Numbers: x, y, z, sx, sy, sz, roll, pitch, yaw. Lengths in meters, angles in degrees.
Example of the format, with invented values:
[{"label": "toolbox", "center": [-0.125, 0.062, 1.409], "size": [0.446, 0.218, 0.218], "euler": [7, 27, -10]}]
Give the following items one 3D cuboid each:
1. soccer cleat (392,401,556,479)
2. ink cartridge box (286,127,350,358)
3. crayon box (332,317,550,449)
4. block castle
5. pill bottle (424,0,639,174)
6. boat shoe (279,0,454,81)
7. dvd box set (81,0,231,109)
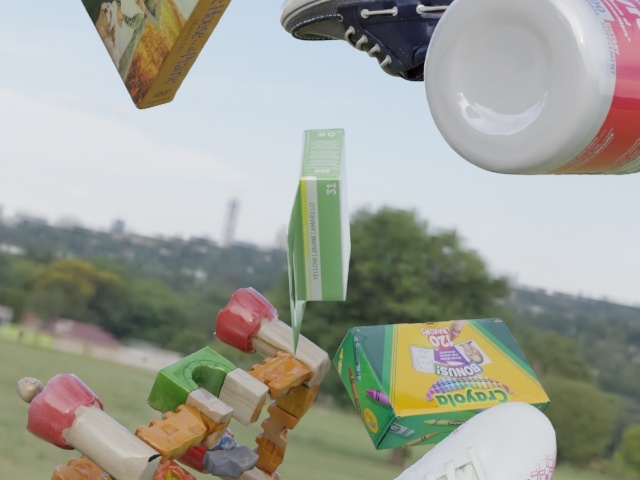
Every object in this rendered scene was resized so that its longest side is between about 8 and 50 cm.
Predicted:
[{"label": "soccer cleat", "center": [0.089, 0.263, 1.444], "size": [0.116, 0.331, 0.143], "euler": [35, -15, 34]}, {"label": "ink cartridge box", "center": [0.000, 0.000, 1.834], "size": [0.056, 0.171, 0.235], "euler": [-1, 32, 4]}, {"label": "crayon box", "center": [0.176, 0.206, 2.347], "size": [0.278, 0.081, 0.165], "euler": [-2, 48, -32]}, {"label": "block castle", "center": [-0.213, 0.258, 2.066], "size": [0.212, 0.303, 0.453], "euler": [32, 30, 22]}, {"label": "pill bottle", "center": [0.324, -0.192, 1.943], "size": [0.229, 0.229, 0.407], "euler": [9, 8, 37]}, {"label": "boat shoe", "center": [0.083, -0.303, 2.355], "size": [0.340, 0.158, 0.127], "euler": [-10, -16, 37]}, {"label": "dvd box set", "center": [-0.211, -0.390, 1.986], "size": [0.062, 0.308, 0.420], "euler": [-21, -13, -30]}]
